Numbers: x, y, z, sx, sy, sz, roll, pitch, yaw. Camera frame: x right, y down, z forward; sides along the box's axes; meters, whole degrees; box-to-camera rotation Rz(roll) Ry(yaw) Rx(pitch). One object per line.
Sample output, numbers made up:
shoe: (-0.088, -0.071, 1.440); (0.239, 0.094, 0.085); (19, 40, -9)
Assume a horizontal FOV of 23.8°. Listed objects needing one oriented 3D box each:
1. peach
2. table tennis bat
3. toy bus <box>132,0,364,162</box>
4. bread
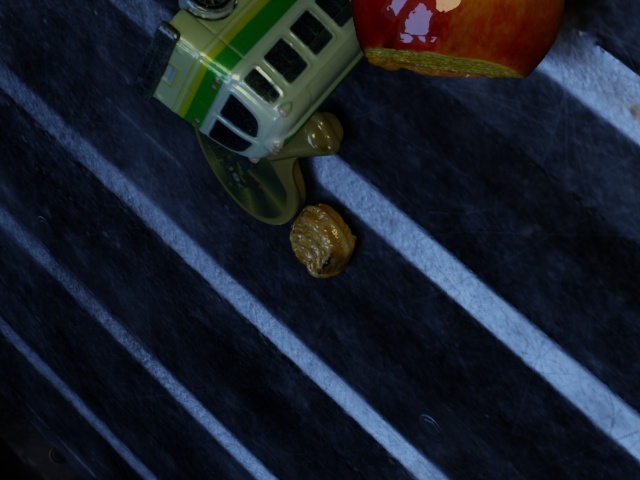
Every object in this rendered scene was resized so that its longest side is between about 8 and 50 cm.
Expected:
peach: (0.111, -0.202, 1.296); (0.190, 0.190, 0.192); (40, 130, 24)
table tennis bat: (-0.063, -0.112, 1.809); (0.198, 0.050, 0.321); (62, 155, -11)
toy bus: (-0.030, -0.212, 1.411); (0.164, 0.276, 0.133); (40, 153, 0)
bread: (0.000, 0.000, 1.830); (0.083, 0.044, 0.111); (50, 154, 10)
